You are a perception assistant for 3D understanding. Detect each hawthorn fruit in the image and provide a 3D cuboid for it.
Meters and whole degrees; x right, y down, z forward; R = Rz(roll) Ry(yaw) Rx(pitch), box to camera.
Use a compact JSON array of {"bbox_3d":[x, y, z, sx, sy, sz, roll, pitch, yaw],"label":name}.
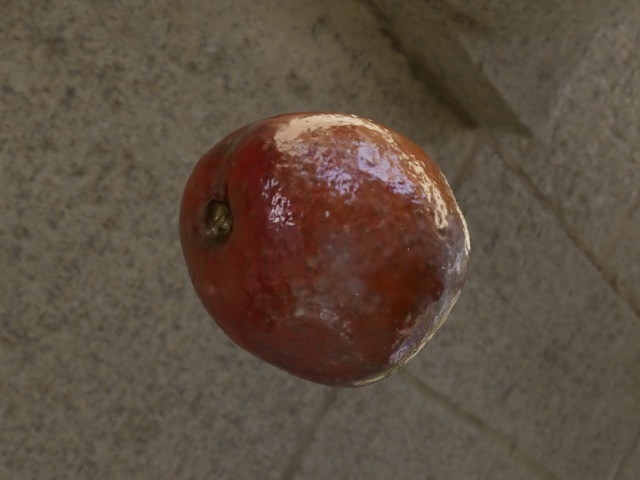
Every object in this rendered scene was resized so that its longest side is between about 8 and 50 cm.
[{"bbox_3d":[0.000,0.000,0.678,0.172,0.172,0.173,-21,122,-39],"label":"hawthorn fruit"}]
